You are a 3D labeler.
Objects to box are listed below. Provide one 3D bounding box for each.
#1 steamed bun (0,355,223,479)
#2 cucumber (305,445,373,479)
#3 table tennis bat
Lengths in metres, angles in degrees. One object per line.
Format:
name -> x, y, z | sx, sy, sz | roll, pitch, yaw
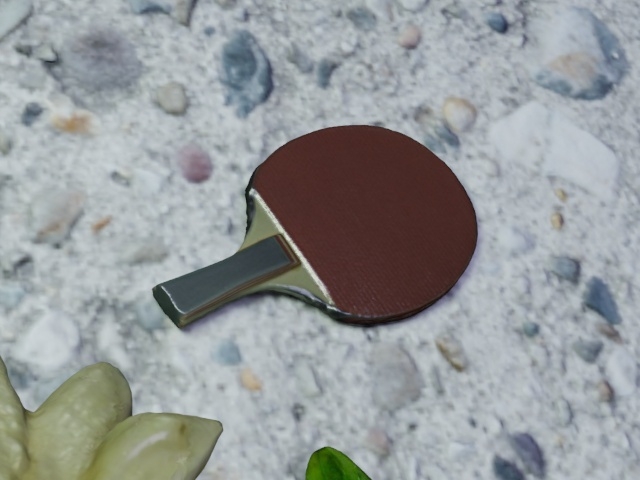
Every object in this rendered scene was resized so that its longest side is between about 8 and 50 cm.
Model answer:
steamed bun -> -0.128, 0.165, 0.597 | 0.428, 0.189, 0.247 | 23, 16, 12
cucumber -> 0.041, 0.213, 0.725 | 0.056, 0.056, 0.250 | -2, 57, -22
table tennis bat -> 0.000, 0.000, 0.873 | 0.220, 0.019, 0.130 | -24, 69, -33
